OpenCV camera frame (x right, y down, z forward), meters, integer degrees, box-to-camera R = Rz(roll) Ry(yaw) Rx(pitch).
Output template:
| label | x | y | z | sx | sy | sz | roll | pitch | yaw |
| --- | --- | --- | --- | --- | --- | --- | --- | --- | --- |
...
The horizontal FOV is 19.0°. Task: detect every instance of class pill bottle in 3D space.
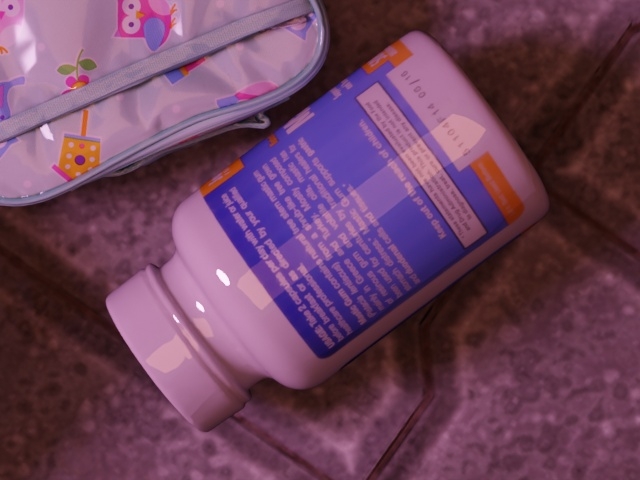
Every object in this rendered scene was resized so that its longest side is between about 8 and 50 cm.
| label | x | y | z | sx | sy | sz | roll | pitch | yaw |
| --- | --- | --- | --- | --- | --- | --- | --- | --- | --- |
| pill bottle | 0.000 | 0.000 | 1.242 | 0.272 | 0.152 | 0.152 | -36 | 91 | 1 |

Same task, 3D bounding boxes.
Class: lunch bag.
| label | x | y | z | sx | sy | sz | roll | pitch | yaw |
| --- | --- | --- | --- | --- | --- | --- | --- | --- | --- |
| lunch bag | -0.135 | -0.153 | 1.261 | 0.279 | 0.108 | 0.224 | -24 | 91 | 1 |
